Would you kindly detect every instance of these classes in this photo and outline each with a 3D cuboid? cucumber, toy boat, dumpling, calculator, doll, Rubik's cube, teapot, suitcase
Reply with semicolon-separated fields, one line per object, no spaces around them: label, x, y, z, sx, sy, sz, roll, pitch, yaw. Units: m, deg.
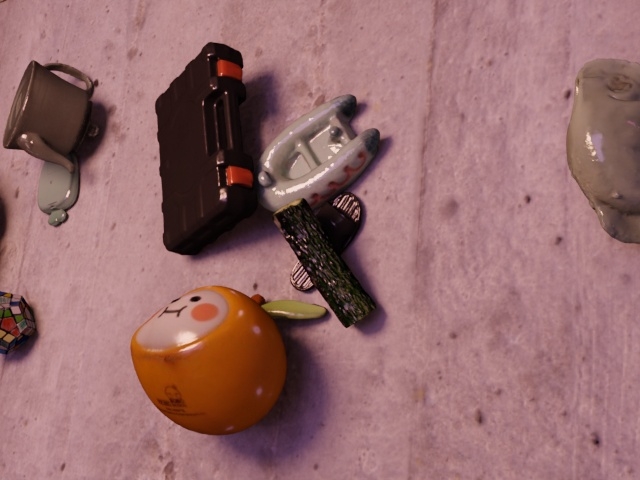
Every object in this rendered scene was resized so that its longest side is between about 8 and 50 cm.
cucumber;0.001;0.029;1.069;0.058;0.058;0.187;-35;87;18
toy boat;-0.016;-0.123;1.150;0.208;0.079;0.134;-37;63;15
dumpling;0.355;-0.104;0.917;0.108;0.153;0.219;162;103;-72
calculator;-0.483;-0.101;1.456;0.095;0.021;0.153;-15;65;27
doll;-0.130;0.147;1.088;0.213;0.213;0.236;10;36;33
Rubik's cube;-0.554;0.143;1.382;0.093;0.111;0.111;-22;63;-3
teapot;-0.468;-0.227;1.418;0.162;0.149;0.239;-45;39;41
suitcase;-0.183;-0.138;1.222;0.206;0.066;0.285;-30;60;46

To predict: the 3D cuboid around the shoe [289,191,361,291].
shoe;0.000;0.000;1.118;0.062;0.053;0.159;37;98;37
